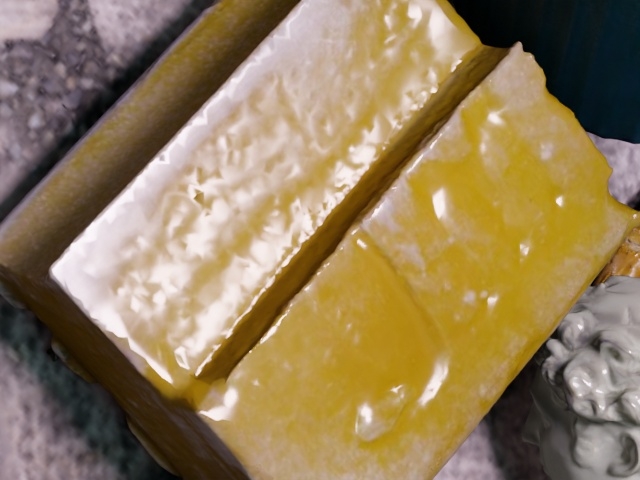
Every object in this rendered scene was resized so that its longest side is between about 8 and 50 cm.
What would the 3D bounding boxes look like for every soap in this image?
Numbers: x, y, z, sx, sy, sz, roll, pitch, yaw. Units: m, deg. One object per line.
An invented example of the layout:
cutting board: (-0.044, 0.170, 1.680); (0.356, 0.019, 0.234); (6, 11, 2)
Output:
soap: (0.000, 0.000, 1.057); (0.259, 0.143, 0.281); (48, 69, -21)

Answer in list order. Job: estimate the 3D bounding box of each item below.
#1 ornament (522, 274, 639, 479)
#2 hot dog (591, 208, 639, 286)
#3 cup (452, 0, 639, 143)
ornament: (0.177, 0.163, 1.131); (0.130, 0.120, 0.285); (1, 91, 6)
hot dog: (0.210, 0.024, 1.238); (0.066, 0.047, 0.216); (46, 65, -19)
cup: (0.164, -0.223, 1.038); (0.307, 0.292, 0.242); (6, 57, 2)
